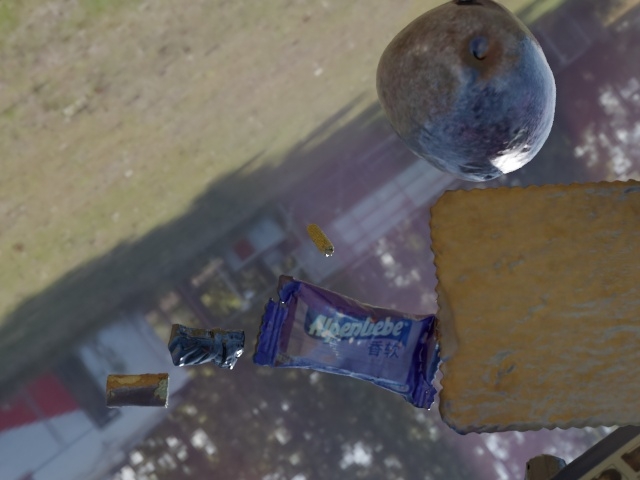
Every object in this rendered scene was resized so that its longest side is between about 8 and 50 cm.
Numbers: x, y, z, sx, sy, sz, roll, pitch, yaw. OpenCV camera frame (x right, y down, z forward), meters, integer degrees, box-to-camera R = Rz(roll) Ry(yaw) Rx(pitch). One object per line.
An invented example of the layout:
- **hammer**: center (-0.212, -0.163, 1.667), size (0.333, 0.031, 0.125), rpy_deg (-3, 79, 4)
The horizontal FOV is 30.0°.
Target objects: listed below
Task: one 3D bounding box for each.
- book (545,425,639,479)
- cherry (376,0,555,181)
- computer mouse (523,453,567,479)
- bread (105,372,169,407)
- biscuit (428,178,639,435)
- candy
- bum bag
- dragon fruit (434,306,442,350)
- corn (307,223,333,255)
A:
- **book**: center (0.454, 0.285, 1.324), size (0.428, 0.039, 0.300), rpy_deg (-33, -137, -7)
- **cherry**: center (0.153, -0.156, 1.228), size (0.195, 0.195, 0.195), rpy_deg (-37, 179, -1)
- **computer mouse**: center (0.421, 0.489, 2.140), size (0.073, 0.217, 0.122), rpy_deg (-6, 147, -22)
- **bread**: center (-0.236, 0.193, 1.541), size (0.083, 0.047, 0.036), rpy_deg (0, -166, -2)
- **biscuit**: center (0.223, 0.060, 1.108), size (0.237, 0.232, 0.013), rpy_deg (-3, 173, 4)
- **candy**: center (0.048, 0.145, 1.695), size (0.070, 0.275, 0.145), rpy_deg (-91, -163, -75)
- **bum bag**: center (-0.150, 0.140, 1.566), size (0.124, 0.057, 0.034), rpy_deg (7, 180, -39)
- **dragon fruit**: center (0.190, 0.059, 1.340), size (0.190, 0.094, 0.094), rpy_deg (-61, 179, 0)
- **corn**: center (0.000, 0.000, 2.189), size (0.027, 0.083, 0.028), rpy_deg (-46, 140, 11)
